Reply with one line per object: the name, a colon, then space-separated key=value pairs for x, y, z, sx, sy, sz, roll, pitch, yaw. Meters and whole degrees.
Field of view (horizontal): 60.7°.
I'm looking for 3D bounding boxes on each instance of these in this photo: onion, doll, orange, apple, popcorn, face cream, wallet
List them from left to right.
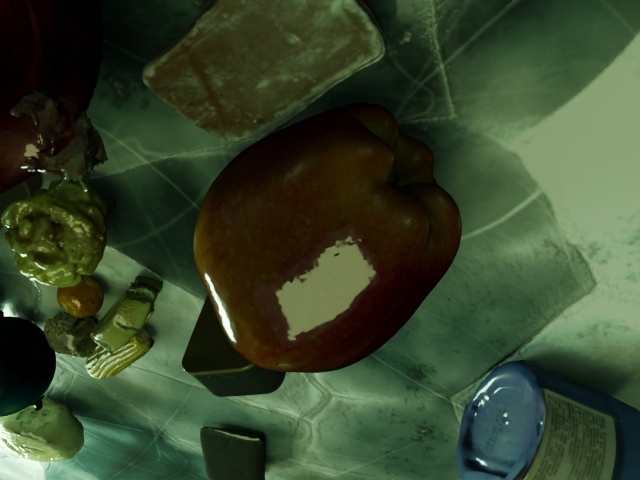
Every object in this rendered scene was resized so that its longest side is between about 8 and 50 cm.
onion: x=-0.337 y=-0.159 z=0.540 sx=0.285 sy=0.347 sz=0.347 roll=35 pitch=132 yaw=0
doll: x=-0.663 y=0.221 z=1.091 sx=0.186 sy=0.198 sz=0.322 roll=-23 pitch=114 yaw=17
popcorn: x=-0.382 y=-0.016 z=0.823 sx=0.142 sy=0.173 sz=0.173 roll=7 pitch=134 yaw=2
orange: x=-0.439 y=0.102 z=1.003 sx=0.083 sy=0.070 sz=0.083 roll=15 pitch=131 yaw=17
wallet: x=-0.216 y=0.545 z=1.376 sx=0.168 sy=0.052 sz=0.245 roll=10 pitch=129 yaw=6
apple: x=0.000 y=0.000 z=0.657 sx=0.288 sy=0.288 sz=0.317 roll=38 pitch=120 yaw=-20
face cream: x=0.374 y=0.343 z=0.892 sx=0.225 sy=0.249 sz=0.249 roll=26 pitch=133 yaw=-8

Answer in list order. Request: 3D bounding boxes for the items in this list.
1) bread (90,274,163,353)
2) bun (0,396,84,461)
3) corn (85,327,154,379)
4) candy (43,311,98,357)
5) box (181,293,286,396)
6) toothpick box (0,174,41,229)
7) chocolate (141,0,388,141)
bread: x=-0.338 y=0.128 z=0.967 sx=0.064 sy=0.117 sz=0.156 roll=38 pitch=130 yaw=-18
bun: x=-0.691 y=0.467 z=1.367 sx=0.220 sy=0.134 sz=0.220 roll=7 pitch=138 yaw=6
corn: x=-0.411 y=0.229 z=1.116 sx=0.072 sy=0.072 sz=0.203 roll=40 pitch=128 yaw=-22
candy: x=-0.496 y=0.191 z=1.101 sx=0.110 sy=0.085 sz=0.095 roll=5 pitch=125 yaw=26
box: x=-0.116 y=0.144 z=0.870 sx=0.144 sy=0.201 sz=0.090 roll=-11 pitch=132 yaw=22
toothpick box: x=-0.501 y=-0.061 z=0.811 sx=0.098 sy=0.149 sz=0.098 roll=7 pitch=134 yaw=8
chocolate: x=-0.061 y=-0.217 z=0.601 sx=0.254 sy=0.080 sz=0.157 roll=-24 pitch=137 yaw=34
